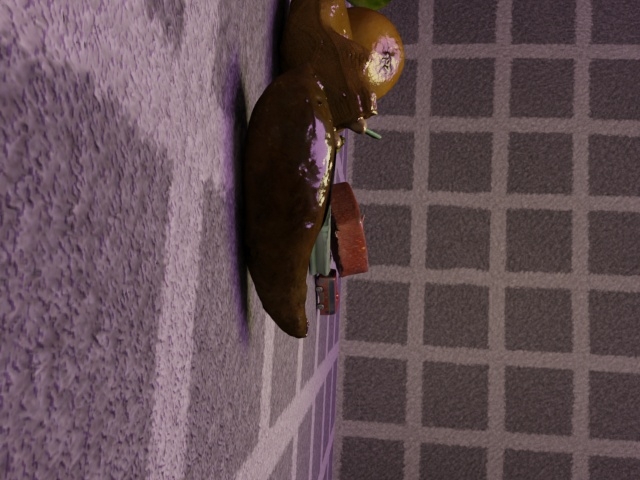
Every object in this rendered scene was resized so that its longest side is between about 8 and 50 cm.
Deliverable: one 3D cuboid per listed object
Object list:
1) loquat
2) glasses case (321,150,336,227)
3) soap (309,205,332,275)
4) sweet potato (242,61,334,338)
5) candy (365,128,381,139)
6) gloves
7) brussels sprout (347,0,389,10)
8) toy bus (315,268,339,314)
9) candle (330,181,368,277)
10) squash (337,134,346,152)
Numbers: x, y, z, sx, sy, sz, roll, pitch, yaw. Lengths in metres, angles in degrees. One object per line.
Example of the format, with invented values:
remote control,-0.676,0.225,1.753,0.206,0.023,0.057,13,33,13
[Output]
loquat,0.104,-0.517,1.530,0.263,0.263,0.262,2,90,-85
glasses case,-0.003,-0.168,1.426,0.122,0.075,0.314,85,13,-71
soap,0.000,0.000,1.629,0.114,0.064,0.198,-83,174,-45
sweet potato,-0.049,-0.038,0.786,0.130,0.131,0.422,-69,163,-73
candy,0.090,-0.346,1.578,0.324,0.097,0.096,13,77,-53
gloves,0.002,-0.333,1.020,0.203,0.156,0.356,99,-20,-74
brussels sprout,0.188,-1.107,2.215,0.344,0.269,0.343,163,-90,-84
toy bus,0.024,0.180,1.892,0.065,0.077,0.192,-77,167,-48
candle,0.088,-0.048,1.758,0.287,0.132,0.316,93,-17,-83
squash,0.021,-0.295,1.689,0.090,0.075,0.200,-69,-165,-5
